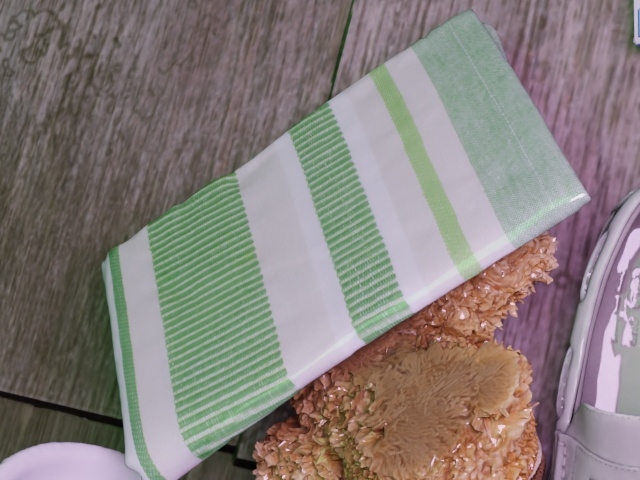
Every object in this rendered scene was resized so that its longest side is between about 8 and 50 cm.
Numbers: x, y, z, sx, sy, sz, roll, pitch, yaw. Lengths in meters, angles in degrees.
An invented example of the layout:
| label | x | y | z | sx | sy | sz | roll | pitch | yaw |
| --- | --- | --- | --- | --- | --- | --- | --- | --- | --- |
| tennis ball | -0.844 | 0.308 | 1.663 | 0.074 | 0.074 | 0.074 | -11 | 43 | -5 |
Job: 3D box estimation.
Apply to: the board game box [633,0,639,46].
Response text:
| label | x | y | z | sx | sy | sz | roll | pitch | yaw |
| --- | --- | --- | --- | --- | --- | --- | --- | --- | --- |
| board game box | 0.264 | -0.228 | 1.014 | 0.136 | 0.035 | 0.201 | -7 | 79 | 40 |

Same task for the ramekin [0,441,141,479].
| label | x | y | z | sx | sy | sz | roll | pitch | yaw |
| --- | --- | --- | --- | --- | --- | --- | --- | --- | --- |
| ramekin | -0.133 | 0.273 | 0.992 | 0.135 | 0.277 | 0.277 | -47 | 54 | 21 |

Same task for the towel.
| label | x | y | z | sx | sy | sz | roll | pitch | yaw |
| --- | --- | --- | --- | --- | --- | --- | --- | --- | --- |
| towel | 0.000 | 0.000 | 1.024 | 0.325 | 0.038 | 0.248 | -34 | 34 | 12 |

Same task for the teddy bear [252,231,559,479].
| label | x | y | z | sx | sy | sz | roll | pitch | yaw |
| --- | --- | --- | --- | --- | --- | --- | --- | --- | --- |
| teddy bear | 0.046 | 0.077 | 1.018 | 0.245 | 0.113 | 0.338 | -53 | 34 | -11 |

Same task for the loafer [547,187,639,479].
| label | x | y | z | sx | sy | sz | roll | pitch | yaw |
| --- | --- | --- | --- | --- | --- | --- | --- | --- | --- |
| loafer | 0.180 | 0.121 | 0.923 | 0.112 | 0.111 | 0.319 | 1 | 75 | 19 |
